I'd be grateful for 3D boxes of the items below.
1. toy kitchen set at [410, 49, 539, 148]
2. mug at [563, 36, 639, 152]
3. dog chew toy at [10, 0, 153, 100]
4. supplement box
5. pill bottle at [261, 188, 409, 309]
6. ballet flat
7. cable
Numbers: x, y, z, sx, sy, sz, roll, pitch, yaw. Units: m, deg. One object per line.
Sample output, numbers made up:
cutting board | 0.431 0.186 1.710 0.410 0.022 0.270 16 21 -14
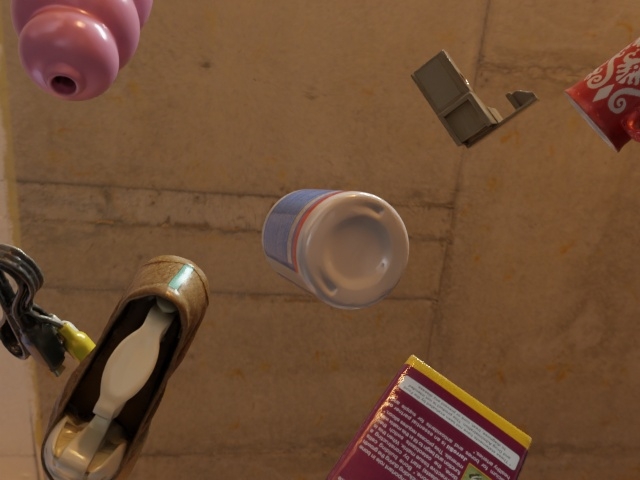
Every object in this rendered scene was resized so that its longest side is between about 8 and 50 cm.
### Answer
toy kitchen set | 0.136 -0.130 0.469 0.068 0.083 0.075 -35 -96 27
mug | 0.442 -0.202 0.721 0.169 0.150 0.113 -41 -34 24
dog chew toy | -0.366 -0.344 0.831 0.207 0.331 0.206 -6 -34 -4
supplement box | 0.049 0.185 0.360 0.104 0.188 0.080 34 -41 15
pill bottle | 0.000 0.000 0.646 0.124 0.221 0.124 -3 -82 -21
ballet flat | -0.226 0.175 0.593 0.116 0.124 0.342 30 -83 -8
cable | -0.370 0.085 0.698 0.140 0.072 0.287 18 -43 13
